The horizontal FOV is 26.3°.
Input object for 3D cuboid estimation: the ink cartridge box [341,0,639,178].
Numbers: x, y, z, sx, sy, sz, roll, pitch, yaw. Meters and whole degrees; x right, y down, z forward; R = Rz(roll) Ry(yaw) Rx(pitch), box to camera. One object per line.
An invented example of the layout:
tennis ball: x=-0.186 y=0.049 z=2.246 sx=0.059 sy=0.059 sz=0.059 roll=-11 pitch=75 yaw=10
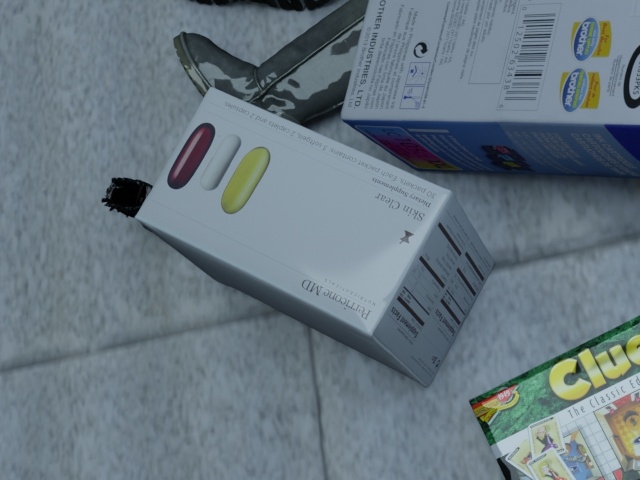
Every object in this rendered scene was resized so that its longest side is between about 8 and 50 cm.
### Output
ink cartridge box: x=0.236 y=-0.201 z=1.233 sx=0.395 sy=0.151 sz=0.270 roll=5 pitch=77 yaw=41

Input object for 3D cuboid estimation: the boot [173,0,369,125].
boot: x=-0.028 y=-0.199 z=1.435 sx=0.208 sy=0.076 sz=0.189 roll=-39 pitch=77 yaw=10

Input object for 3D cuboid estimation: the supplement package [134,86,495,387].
supplement package: x=0.000 y=0.000 z=1.280 sx=0.262 sy=0.204 sz=0.145 roll=25 pitch=81 yaw=25

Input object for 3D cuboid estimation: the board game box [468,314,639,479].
board game box: x=0.276 y=0.147 z=1.230 sx=0.259 sy=0.030 sz=0.136 roll=-28 pitch=62 yaw=8

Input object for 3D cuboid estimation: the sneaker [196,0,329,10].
sneaker: x=-0.066 y=-0.309 z=1.485 sx=0.208 sy=0.081 sz=0.094 roll=9 pitch=72 yaw=22

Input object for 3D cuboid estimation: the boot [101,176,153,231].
boot: x=-0.155 y=-0.031 z=1.403 sx=0.121 sy=0.099 sz=0.045 roll=9 pitch=76 yaw=22
